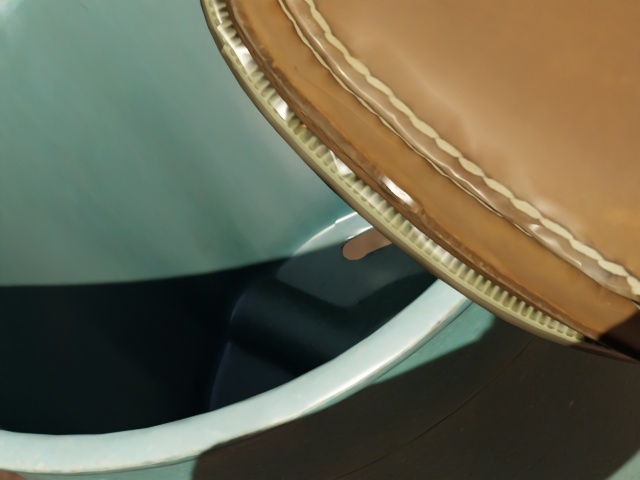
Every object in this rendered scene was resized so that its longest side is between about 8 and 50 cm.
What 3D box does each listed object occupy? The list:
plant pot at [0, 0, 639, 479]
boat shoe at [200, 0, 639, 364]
[{"bbox_3d":[0.000,0.000,0.798,0.341,0.334,0.341,-11,58,18],"label":"plant pot"},{"bbox_3d":[0.117,-0.006,0.367,0.307,0.111,0.104,29,-6,-1],"label":"boat shoe"}]
